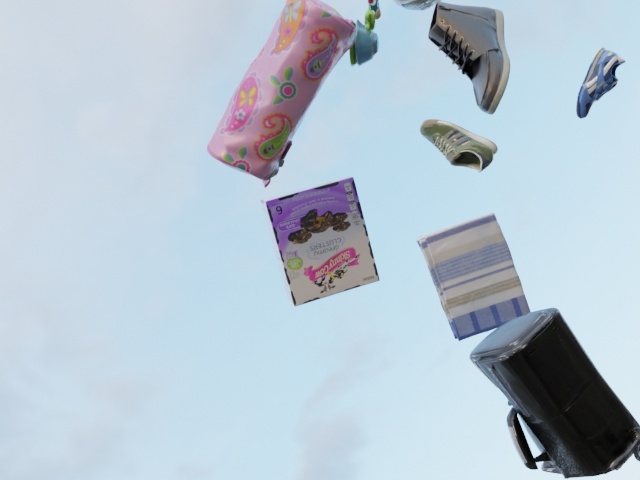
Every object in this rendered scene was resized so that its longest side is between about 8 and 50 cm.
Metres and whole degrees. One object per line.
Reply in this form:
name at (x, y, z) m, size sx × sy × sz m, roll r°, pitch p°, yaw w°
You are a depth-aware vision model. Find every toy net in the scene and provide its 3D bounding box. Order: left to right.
toy net at (0.071, -0.395, 1.153) m, size 0.045 × 0.232 × 0.122 m, roll 0°, pitch -24°, yaw 10°

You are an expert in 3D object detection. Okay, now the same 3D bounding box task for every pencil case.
pencil case at (-0.059, -0.223, 1.089) m, size 0.124 × 0.124 × 0.284 m, roll 15°, pitch -69°, yaw -48°

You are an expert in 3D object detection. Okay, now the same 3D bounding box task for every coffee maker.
coffee maker at (0.285, 0.172, 0.850) m, size 0.171 × 0.178 × 0.120 m, roll -34°, pitch 3°, yaw 42°

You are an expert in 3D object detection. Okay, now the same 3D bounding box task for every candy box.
candy box at (0.000, 0.000, 1.301) m, size 0.165 × 0.070 × 0.196 m, roll -17°, pitch -82°, yaw -10°

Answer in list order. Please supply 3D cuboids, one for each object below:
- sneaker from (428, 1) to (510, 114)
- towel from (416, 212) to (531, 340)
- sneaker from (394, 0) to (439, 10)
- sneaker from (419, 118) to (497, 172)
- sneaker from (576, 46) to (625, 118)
sneaker at (0.234, -0.296, 1.177) m, size 0.118 × 0.222 × 0.083 m, roll 9°, pitch -36°, yaw -6°
towel at (0.386, 0.089, 1.828) m, size 0.209 × 0.284 × 0.034 m, roll -20°, pitch -2°, yaw 6°
sneaker at (0.161, -0.331, 0.768) m, size 0.225 × 0.088 × 0.093 m, roll -34°, pitch -12°, yaw 13°
sneaker at (0.316, -0.220, 1.720) m, size 0.064 × 0.192 × 0.086 m, roll 95°, pitch -159°, yaw -57°
sneaker at (0.554, -0.308, 1.445) m, size 0.053 × 0.059 × 0.144 m, roll -20°, pitch -48°, yaw -59°
